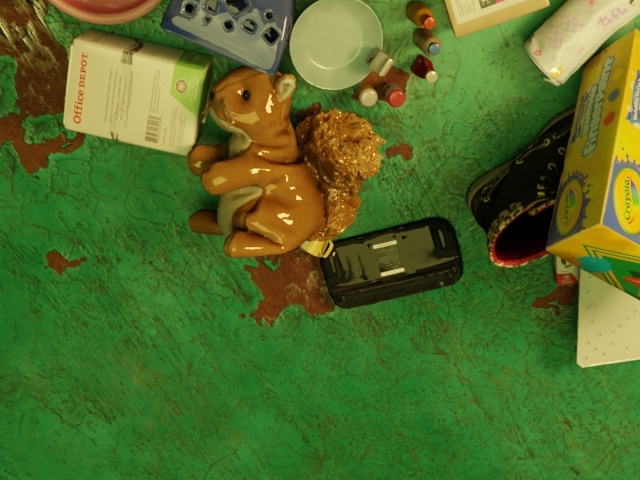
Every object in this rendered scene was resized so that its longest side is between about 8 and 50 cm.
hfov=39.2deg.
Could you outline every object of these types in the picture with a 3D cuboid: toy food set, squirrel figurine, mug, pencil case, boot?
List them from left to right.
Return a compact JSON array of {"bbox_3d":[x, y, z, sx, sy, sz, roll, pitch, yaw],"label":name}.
[{"bbox_3d":[-0.077,-0.180,1.870,0.397,0.281,0.370,-3,104,-17],"label":"squirrel figurine"},{"bbox_3d":[-0.001,-0.002,2.032,0.078,0.062,0.064,36,106,10],"label":"mug"},{"bbox_3d":[0.170,-0.352,1.807,0.111,0.104,0.232,29,108,-24],"label":"toy food set"},{"bbox_3d":[0.469,-0.112,1.819,0.377,0.284,0.138,-33,110,19],"label":"boot"},{"bbox_3d":[0.529,-0.427,1.753,0.273,0.113,0.124,-41,71,21],"label":"pencil case"}]

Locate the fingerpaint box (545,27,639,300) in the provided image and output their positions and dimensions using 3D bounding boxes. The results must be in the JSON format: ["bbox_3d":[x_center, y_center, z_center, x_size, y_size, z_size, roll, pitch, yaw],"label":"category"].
[{"bbox_3d":[0.655,-0.115,1.700,0.371,0.445,0.163,27,153,-15],"label":"fingerpaint box"}]

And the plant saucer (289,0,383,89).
[{"bbox_3d":[0.029,-0.405,1.827,0.195,0.037,0.195,-7,121,-12],"label":"plant saucer"}]

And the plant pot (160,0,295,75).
[{"bbox_3d":[-0.148,-0.473,1.719,0.236,0.236,0.212,22,110,-7],"label":"plant pot"}]

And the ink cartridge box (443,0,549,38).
[{"bbox_3d":[0.315,-0.536,1.731,0.193,0.088,0.235,-18,113,13],"label":"ink cartridge box"}]

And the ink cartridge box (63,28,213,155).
[{"bbox_3d":[-0.379,-0.309,1.873,0.272,0.115,0.198,13,116,-3],"label":"ink cartridge box"}]

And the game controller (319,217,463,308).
[{"bbox_3d":[0.162,0.054,2.058,0.319,0.067,0.166,-14,100,10],"label":"game controller"}]

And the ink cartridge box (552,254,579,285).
[{"bbox_3d":[0.571,0.026,2.009,0.099,0.056,0.135,-6,116,8],"label":"ink cartridge box"}]

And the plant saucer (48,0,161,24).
[{"bbox_3d":[-0.426,-0.595,1.753,0.332,0.084,0.332,1,116,3],"label":"plant saucer"}]

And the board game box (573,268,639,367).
[{"bbox_3d":[0.754,0.081,1.992,0.390,0.050,0.390,-8,116,-4],"label":"board game box"}]
